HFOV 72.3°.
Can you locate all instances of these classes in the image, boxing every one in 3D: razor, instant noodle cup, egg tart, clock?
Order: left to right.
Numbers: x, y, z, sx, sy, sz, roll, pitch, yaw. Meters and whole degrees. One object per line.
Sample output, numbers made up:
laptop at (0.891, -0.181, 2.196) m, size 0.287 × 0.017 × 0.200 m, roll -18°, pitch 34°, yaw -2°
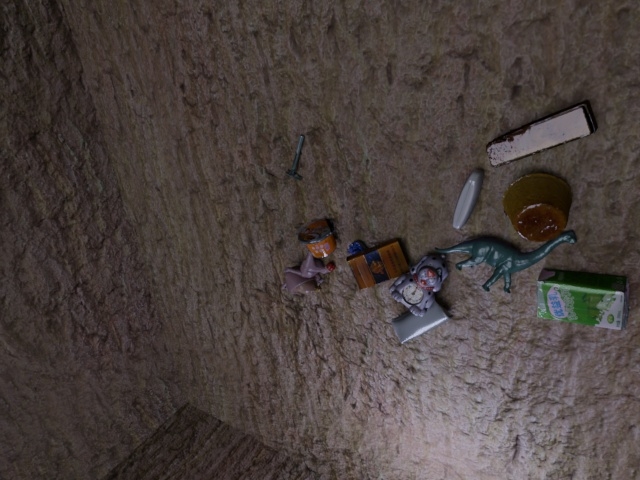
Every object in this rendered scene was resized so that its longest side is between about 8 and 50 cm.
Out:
razor at (-0.106, -0.375, 1.968) m, size 0.084 × 0.036 × 0.211 m, roll 29°, pitch 129°, yaw 18°
instant noodle cup at (0.000, 0.000, 2.029) m, size 0.208 × 0.177 × 0.126 m, roll 18°, pitch 142°, yaw 50°
clock at (0.425, 0.161, 1.787) m, size 0.189 × 0.189 × 0.254 m, roll 40°, pitch 115°, yaw 11°
egg tart at (0.707, -0.101, 1.431) m, size 0.215 × 0.171 × 0.215 m, roll 12°, pitch 129°, yaw 15°

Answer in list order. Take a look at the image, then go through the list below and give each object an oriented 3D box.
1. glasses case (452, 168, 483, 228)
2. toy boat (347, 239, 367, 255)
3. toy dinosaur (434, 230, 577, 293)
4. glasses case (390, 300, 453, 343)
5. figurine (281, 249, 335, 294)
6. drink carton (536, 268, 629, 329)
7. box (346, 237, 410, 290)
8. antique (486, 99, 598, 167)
glasses case at (0.533, -0.147, 1.588) m, size 0.059 × 0.092 × 0.234 m, roll 27°, pitch 127°, yaw 24°
toy boat at (0.177, 0.095, 1.977) m, size 0.091 × 0.110 × 0.175 m, roll -26°, pitch 99°, yaw 46°
toy dinosaur at (0.660, 0.010, 1.598) m, size 0.383 × 0.129 × 0.331 m, roll 35°, pitch 120°, yaw 17°
glasses case at (0.445, 0.348, 1.944) m, size 0.128 × 0.083 × 0.308 m, roll 54°, pitch 133°, yaw 6°
figurine at (-0.068, 0.176, 2.172) m, size 0.287 × 0.176 × 0.186 m, roll -44°, pitch 60°, yaw 29°
drink carton at (0.896, 0.196, 1.504) m, size 0.270 × 0.108 × 0.161 m, roll 5°, pitch 117°, yaw 34°
box at (0.247, 0.103, 1.887) m, size 0.237 × 0.070 × 0.152 m, roll -22°, pitch 103°, yaw 12°
antique at (0.683, -0.328, 1.377) m, size 0.309 × 0.087 × 0.093 m, roll -18°, pitch 101°, yaw 42°
